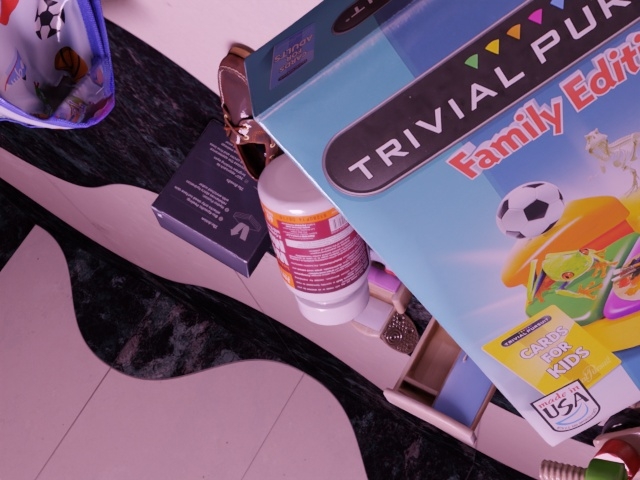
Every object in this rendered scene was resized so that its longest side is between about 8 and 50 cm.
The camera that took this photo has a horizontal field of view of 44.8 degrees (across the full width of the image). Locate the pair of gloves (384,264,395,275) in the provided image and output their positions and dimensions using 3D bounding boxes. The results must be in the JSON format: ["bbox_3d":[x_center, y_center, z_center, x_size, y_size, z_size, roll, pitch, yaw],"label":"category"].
[{"bbox_3d":[0.115,-0.013,0.879,0.198,0.023,0.159,21,129,54],"label":"pair of gloves"}]

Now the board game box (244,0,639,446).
[{"bbox_3d":[0.161,-0.043,0.450,0.336,0.254,0.079,46,-162,-33],"label":"board game box"}]

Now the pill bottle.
[{"bbox_3d":[0.000,0.000,0.990,0.121,0.121,0.221,21,142,32],"label":"pill bottle"}]

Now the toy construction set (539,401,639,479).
[{"bbox_3d":[0.361,0.099,0.648,0.237,0.257,0.309,2,169,37],"label":"toy construction set"}]

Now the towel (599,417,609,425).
[{"bbox_3d":[0.404,0.213,1.137,0.187,0.049,0.282,31,163,-1],"label":"towel"}]

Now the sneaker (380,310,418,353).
[{"bbox_3d":[0.108,0.136,1.445,0.188,0.066,0.071,44,177,-20],"label":"sneaker"}]

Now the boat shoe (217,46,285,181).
[{"bbox_3d":[-0.080,-0.141,0.930,0.073,0.073,0.207,29,163,26],"label":"boat shoe"}]

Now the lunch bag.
[{"bbox_3d":[-0.431,-0.284,0.862,0.328,0.239,0.385,12,147,45],"label":"lunch bag"}]

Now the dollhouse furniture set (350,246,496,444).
[{"bbox_3d":[0.125,0.091,1.015,0.286,0.198,0.303,23,161,27],"label":"dollhouse furniture set"}]

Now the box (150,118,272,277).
[{"bbox_3d":[-0.127,-0.058,1.101,0.156,0.158,0.093,30,164,6],"label":"box"}]
